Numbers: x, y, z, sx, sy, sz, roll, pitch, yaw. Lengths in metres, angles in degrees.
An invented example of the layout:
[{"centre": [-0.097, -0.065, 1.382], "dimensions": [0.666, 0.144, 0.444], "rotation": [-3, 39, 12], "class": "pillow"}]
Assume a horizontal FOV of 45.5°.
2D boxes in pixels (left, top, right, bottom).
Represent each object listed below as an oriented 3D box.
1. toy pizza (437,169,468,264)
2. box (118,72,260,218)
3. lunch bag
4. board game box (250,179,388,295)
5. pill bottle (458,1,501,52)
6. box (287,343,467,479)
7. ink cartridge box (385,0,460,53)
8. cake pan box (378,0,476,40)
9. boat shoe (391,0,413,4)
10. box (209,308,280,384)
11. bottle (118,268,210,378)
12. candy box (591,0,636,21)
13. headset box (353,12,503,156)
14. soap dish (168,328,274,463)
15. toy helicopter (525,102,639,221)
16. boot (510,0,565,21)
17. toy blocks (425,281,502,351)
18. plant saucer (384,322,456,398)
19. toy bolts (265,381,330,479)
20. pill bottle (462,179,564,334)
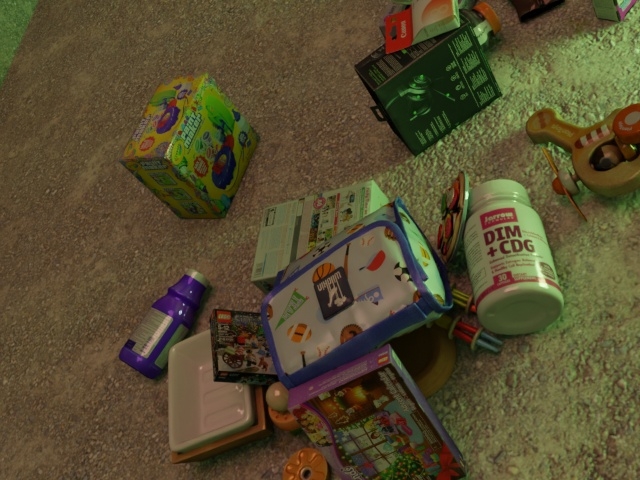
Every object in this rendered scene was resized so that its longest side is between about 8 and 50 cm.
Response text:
[{"centre": [0.273, -0.049, 1.602], "dimensions": [0.032, 0.201, 0.201], "rotation": [9, 57, 1], "class": "toy pizza"}, {"centre": [-0.353, -0.254, 2.101], "dimensions": [0.177, 0.279, 0.289], "rotation": [1, 59, 34], "class": "box"}, {"centre": [0.071, 0.109, 1.470], "dimensions": [0.328, 0.238, 0.385], "rotation": [-33, 14, 15], "class": "lunch bag"}, {"centre": [0.000, 0.000, 1.804], "dimensions": [0.304, 0.097, 0.223], "rotation": [-12, 52, 28], "class": "board game box"}, {"centre": [0.335, -0.499, 1.938], "dimensions": [0.246, 0.130, 0.130], "rotation": [-36, 45, 6], "class": "pill bottle"}, {"centre": [0.103, 0.339, 1.340], "dimensions": [0.201, 0.293, 0.057], "rotation": [-27, 24, 14], "class": "box"}, {"centre": [0.224, -0.513, 1.738], "dimensions": [0.180, 0.045, 0.145], "rotation": [-15, 48, 21], "class": "ink cartridge box"}, {"centre": [0.313, -0.676, 2.136], "dimensions": [0.246, 0.070, 0.266], "rotation": [4, 60, 38], "class": "cake pan box"}, {"centre": [0.319, -0.728, 2.053], "dimensions": [0.305, 0.109, 0.091], "rotation": [-17, 49, 14], "class": "boat shoe"}, {"centre": [-0.116, 0.230, 1.629], "dimensions": [0.044, 0.233, 0.159], "rotation": [118, 151, -42], "class": "box"}, {"centre": [-0.380, 0.202, 1.902], "dimensions": [0.118, 0.092, 0.282], "rotation": [18, 68, 40], "class": "bottle"}, {"centre": [0.679, -0.644, 1.750], "dimensions": [0.071, 0.233, 0.159], "rotation": [29, 75, 43], "class": "candy box"}, {"centre": [0.251, -0.374, 1.819], "dimensions": [0.283, 0.246, 0.131], "rotation": [-36, 44, 6], "class": "headset box"}, {"centre": [-0.219, 0.331, 1.679], "dimensions": [0.229, 0.118, 0.290], "rotation": [-24, 47, 16], "class": "soap dish"}, {"centre": [0.544, -0.187, 1.594], "dimensions": [0.235, 0.140, 0.355], "rotation": [-50, 34, 4], "class": "toy helicopter"}, {"centre": [0.591, -0.684, 1.966], "dimensions": [0.249, 0.090, 0.206], "rotation": [-25, 59, 14], "class": "boot"}, {"centre": [0.302, 0.156, 1.511], "dimensions": [0.148, 0.054, 0.123], "rotation": [26, 55, 24], "class": "toy blocks"}, {"centre": [0.176, 0.233, 1.551], "dimensions": [0.200, 0.037, 0.199], "rotation": [-17, 49, 21], "class": "plant saucer"}, {"centre": [-0.006, 0.373, 1.477], "dimensions": [0.229, 0.158, 0.218], "rotation": [-10, 52, 27], "class": "toy bolts"}, {"centre": [0.366, 0.027, 1.494], "dimensions": [0.161, 0.160, 0.283], "rotation": [-20, 48, 20], "class": "pill bottle"}]
